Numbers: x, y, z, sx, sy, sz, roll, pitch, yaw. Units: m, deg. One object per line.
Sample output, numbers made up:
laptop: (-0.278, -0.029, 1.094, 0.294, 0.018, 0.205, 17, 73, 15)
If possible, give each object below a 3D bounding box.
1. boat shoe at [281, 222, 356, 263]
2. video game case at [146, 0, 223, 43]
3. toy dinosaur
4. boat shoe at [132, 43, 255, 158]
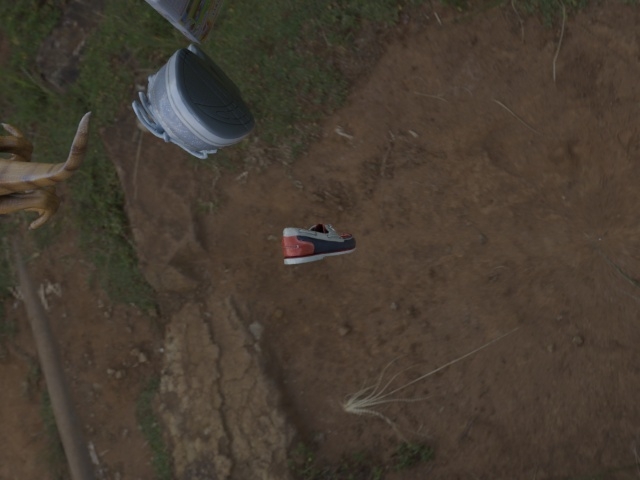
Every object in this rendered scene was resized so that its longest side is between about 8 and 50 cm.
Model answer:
boat shoe: (0.000, 0.000, 0.858, 0.049, 0.137, 0.043, -7, 92, 36)
video game case: (-0.104, -0.326, 0.715, 0.026, 0.206, 0.227, 25, 95, 0)
toy dinosaur: (-0.178, -0.033, 0.365, 0.211, 0.112, 0.064, 3, 96, 16)
boat shoe: (-0.155, -0.156, 0.825, 0.103, 0.320, 0.118, -42, 114, 8)
